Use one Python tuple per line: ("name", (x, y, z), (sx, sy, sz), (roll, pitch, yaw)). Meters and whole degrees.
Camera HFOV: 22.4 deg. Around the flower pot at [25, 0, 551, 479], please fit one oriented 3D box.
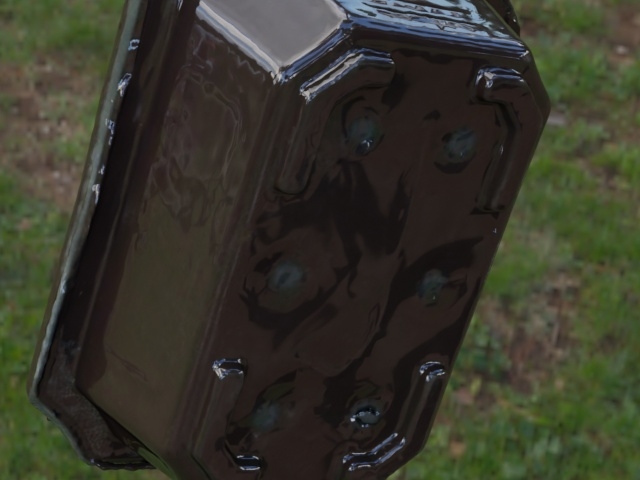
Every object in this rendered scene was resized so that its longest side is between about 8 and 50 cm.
("flower pot", (0.000, 0.000, 0.628), (0.178, 0.251, 0.084), (3, 24, -34))
